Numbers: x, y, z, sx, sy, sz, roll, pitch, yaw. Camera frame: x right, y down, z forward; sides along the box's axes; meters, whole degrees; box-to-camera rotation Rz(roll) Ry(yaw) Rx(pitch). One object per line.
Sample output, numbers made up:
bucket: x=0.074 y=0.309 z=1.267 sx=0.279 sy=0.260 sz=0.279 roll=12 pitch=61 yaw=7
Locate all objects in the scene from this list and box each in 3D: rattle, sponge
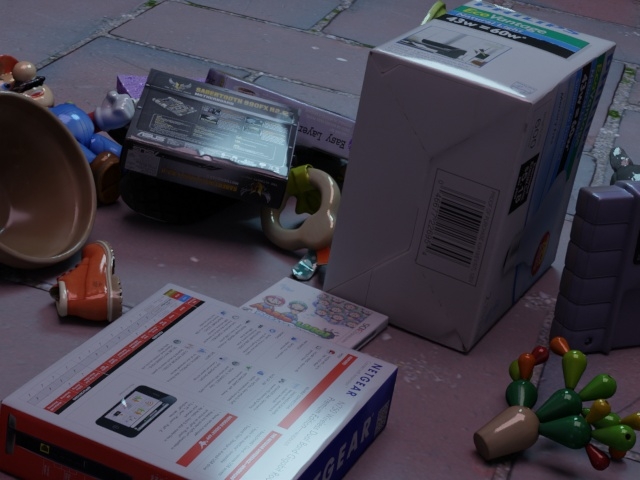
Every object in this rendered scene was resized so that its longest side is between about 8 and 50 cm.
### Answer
rattle: x=0.000 y=0.000 z=1.963 sx=0.130 sy=0.143 sz=0.200 roll=-29 pitch=51 yaw=-6
sponge: x=-0.240 y=-0.252 z=2.413 sx=0.210 sy=0.031 sz=0.117 roll=-1 pitch=27 yaw=-22

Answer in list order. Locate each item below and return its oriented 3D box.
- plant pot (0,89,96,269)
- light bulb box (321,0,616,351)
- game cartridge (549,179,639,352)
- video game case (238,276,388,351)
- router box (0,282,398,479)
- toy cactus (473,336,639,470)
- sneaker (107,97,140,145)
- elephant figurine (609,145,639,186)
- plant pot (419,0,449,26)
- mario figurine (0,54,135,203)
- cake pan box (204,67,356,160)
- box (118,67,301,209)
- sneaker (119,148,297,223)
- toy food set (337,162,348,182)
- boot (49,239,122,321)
plant pot: x=-0.413 y=-0.065 z=1.797 sx=0.109 sy=0.237 sz=0.237 roll=-24 pitch=3 yaw=36
light bulb box: x=0.202 y=-0.101 z=1.861 sx=0.225 sy=0.358 sz=0.361 roll=22 pitch=28 yaw=20
game cartridge: x=0.478 y=0.027 z=1.842 sx=0.355 sy=0.230 sz=0.068 roll=-5 pitch=29 yaw=-27
video game case: x=-0.013 y=0.100 z=1.754 sx=0.157 sy=0.019 sz=0.143 roll=20 pitch=26 yaw=22
router box: x=-0.119 y=0.183 z=1.461 sx=0.301 sy=0.082 sz=0.335 roll=19 pitch=26 yaw=19
toy cactus: x=0.256 y=0.201 z=1.572 sx=0.180 sy=0.112 sz=0.219 roll=-22 pitch=38 yaw=-19
sneaker: x=-0.235 y=-0.181 z=2.220 sx=0.228 sy=0.086 sz=0.132 roll=18 pitch=19 yaw=-7
elephant figurine: x=0.548 y=-0.021 z=2.060 sx=0.239 sy=0.186 sz=0.169 roll=5 pitch=18 yaw=1
plant pot: x=0.252 y=-0.217 z=2.289 sx=0.254 sy=0.276 sz=0.276 roll=26 pitch=27 yaw=8
mario figurine: x=-0.395 y=-0.189 z=2.044 sx=0.320 sy=0.170 sz=0.198 roll=29 pitch=-4 yaw=22
cake pan box: x=-0.050 y=-0.195 z=2.195 sx=0.266 sy=0.070 sz=0.246 roll=19 pitch=8 yaw=-12
box: x=-0.151 y=-0.145 z=1.947 sx=0.231 sy=0.056 sz=0.183 roll=15 pitch=38 yaw=-5
sneaker: x=-0.180 y=-0.088 z=2.041 sx=0.283 sy=0.107 sz=0.124 roll=-13 pitch=9 yaw=-34
toy food set: x=0.070 y=-0.105 z=2.224 sx=0.082 sy=0.020 sz=0.083 roll=21 pitch=27 yaw=23
boot: x=-0.295 y=0.047 z=1.722 sx=0.084 sy=0.059 sz=0.158 roll=-2 pitch=28 yaw=-13
